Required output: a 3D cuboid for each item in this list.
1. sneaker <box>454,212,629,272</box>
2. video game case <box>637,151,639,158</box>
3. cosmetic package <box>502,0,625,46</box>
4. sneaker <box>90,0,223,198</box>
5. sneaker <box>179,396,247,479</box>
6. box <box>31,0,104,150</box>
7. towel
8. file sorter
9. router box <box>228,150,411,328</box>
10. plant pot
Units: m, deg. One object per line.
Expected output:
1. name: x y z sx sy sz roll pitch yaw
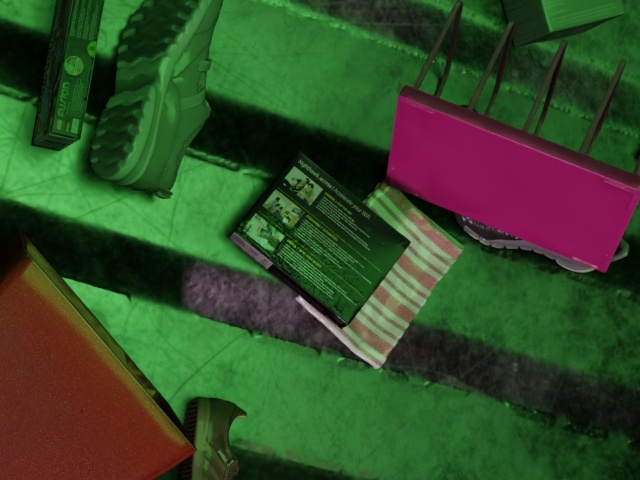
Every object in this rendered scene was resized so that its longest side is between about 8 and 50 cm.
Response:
1. sneaker: 0.293 -0.023 1.857 0.229 0.132 0.086 17 81 -20
2. video game case: 0.572 -0.144 2.024 0.210 0.042 0.232 39 74 -17
3. cosmetic package: 0.292 -0.384 1.896 0.127 0.107 0.238 -15 90 -22
4. sneaker: -0.177 -0.181 1.716 0.115 0.105 0.281 36 70 -47
5. sneaker: -0.126 0.279 1.709 0.071 0.066 0.188 9 84 -22
6. box: -0.281 -0.209 1.649 0.036 0.114 0.207 11 82 -21
7. towel: 0.075 0.041 1.822 0.144 0.029 0.197 41 74 -14
8. file sorter: 0.252 -0.132 1.747 0.291 0.202 0.182 22 64 9
9. router box: 0.000 0.000 1.768 0.179 0.046 0.133 40 74 -3
10. plant pot: -0.318 0.174 1.549 0.236 0.267 0.267 -41 102 -6
